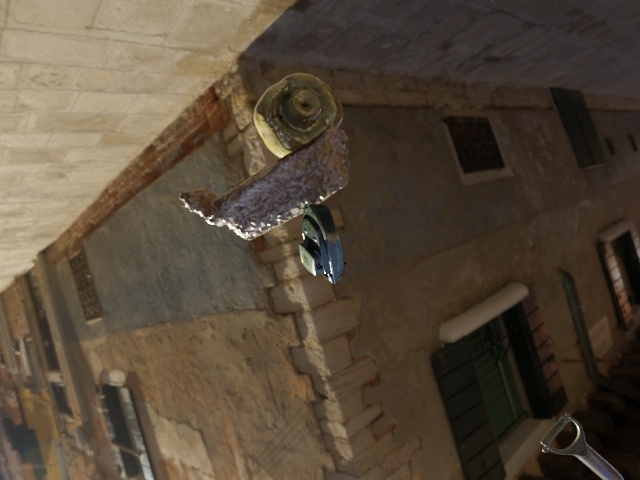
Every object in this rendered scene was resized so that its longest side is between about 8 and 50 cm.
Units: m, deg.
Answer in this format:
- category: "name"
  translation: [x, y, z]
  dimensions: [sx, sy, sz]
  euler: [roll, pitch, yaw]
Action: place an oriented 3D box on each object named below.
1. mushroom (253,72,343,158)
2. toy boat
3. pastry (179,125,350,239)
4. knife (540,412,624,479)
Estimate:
- category: "mushroom"
  translation: [-0.035, -0.198, 0.713]
  dimensions: [0.148, 0.147, 0.112]
  euler: [-16, 171, -20]
- category: "toy boat"
  translation: [0.000, 0.000, 0.603]
  dimensions: [0.060, 0.055, 0.141]
  euler: [-32, 140, -18]
- category: "pastry"
  translation: [-0.071, -0.073, 0.661]
  dimensions: [0.265, 0.112, 0.103]
  euler: [-20, -164, 17]
- category: "knife"
  translation: [0.732, 0.602, 1.195]
  dimensions: [0.123, 0.278, 0.053]
  euler: [-49, -172, 5]
